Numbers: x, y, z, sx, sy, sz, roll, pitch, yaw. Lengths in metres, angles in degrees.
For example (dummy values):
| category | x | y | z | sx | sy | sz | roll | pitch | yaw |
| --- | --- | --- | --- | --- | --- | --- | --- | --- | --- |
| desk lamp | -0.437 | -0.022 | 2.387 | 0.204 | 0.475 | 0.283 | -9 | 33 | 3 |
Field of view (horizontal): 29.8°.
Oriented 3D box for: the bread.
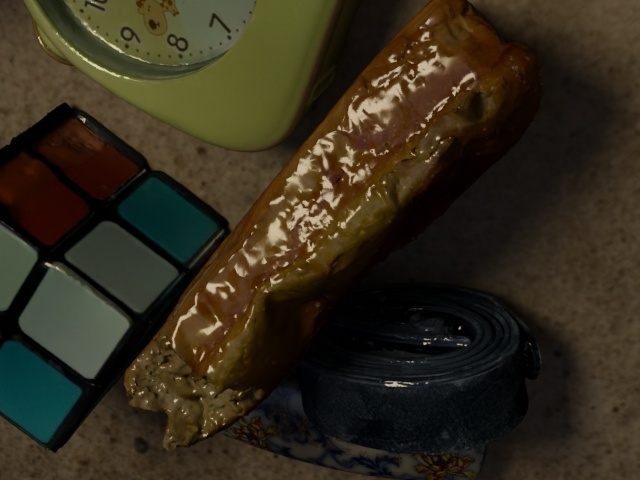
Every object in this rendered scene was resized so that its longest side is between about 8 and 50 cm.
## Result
| category | x | y | z | sx | sy | sz | roll | pitch | yaw |
| --- | --- | --- | --- | --- | --- | --- | --- | --- | --- |
| bread | 0.000 | 0.000 | 0.821 | 0.109 | 0.185 | 0.380 | 41 | 103 | -4 |

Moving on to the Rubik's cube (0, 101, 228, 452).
| category | x | y | z | sx | sy | sz | roll | pitch | yaw |
| --- | --- | --- | --- | --- | --- | --- | --- | --- | --- |
| Rubik's cube | -0.209 | 0.026 | 0.968 | 0.180 | 0.183 | 0.167 | 37 | 124 | -4 |

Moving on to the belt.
| category | x | y | z | sx | sy | sz | roll | pitch | yaw |
| --- | --- | --- | --- | --- | --- | --- | --- | --- | --- |
| belt | 0.070 | 0.093 | 0.923 | 0.190 | 0.141 | 0.082 | 6 | 121 | 30 |

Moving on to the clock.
| category | x | y | z | sx | sy | sz | roll | pitch | yaw |
| --- | --- | --- | --- | --- | --- | --- | --- | --- | --- |
| clock | -0.118 | -0.219 | 0.854 | 0.308 | 0.096 | 0.235 | 26 | 124 | 5 |

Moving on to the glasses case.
| category | x | y | z | sx | sy | sz | roll | pitch | yaw |
| --- | --- | --- | --- | --- | --- | --- | --- | --- | --- |
| glasses case | 0.019 | 0.150 | 1.019 | 0.248 | 0.065 | 0.086 | 7 | 121 | 15 |
